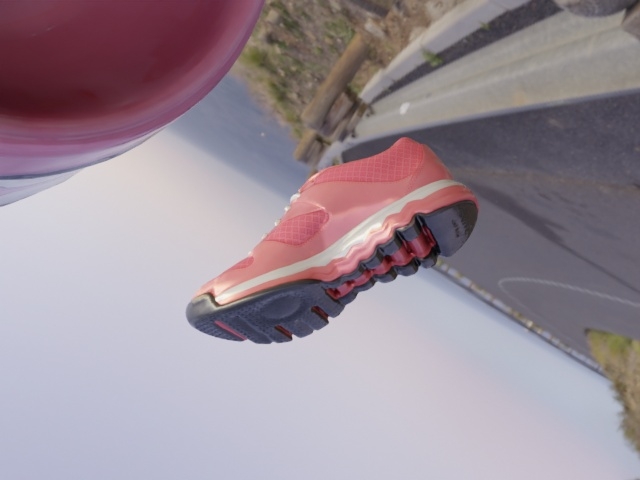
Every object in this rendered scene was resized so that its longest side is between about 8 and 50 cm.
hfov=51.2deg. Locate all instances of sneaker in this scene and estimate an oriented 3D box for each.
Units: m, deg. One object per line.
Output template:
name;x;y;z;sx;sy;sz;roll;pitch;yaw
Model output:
sneaker;0.001;0.000;0.699;0.116;0.314;0.136;56;-171;-55

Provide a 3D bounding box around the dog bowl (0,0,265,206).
dog bowl;-0.180;-0.210;0.326;0.150;0.408;0.408;5;164;40
